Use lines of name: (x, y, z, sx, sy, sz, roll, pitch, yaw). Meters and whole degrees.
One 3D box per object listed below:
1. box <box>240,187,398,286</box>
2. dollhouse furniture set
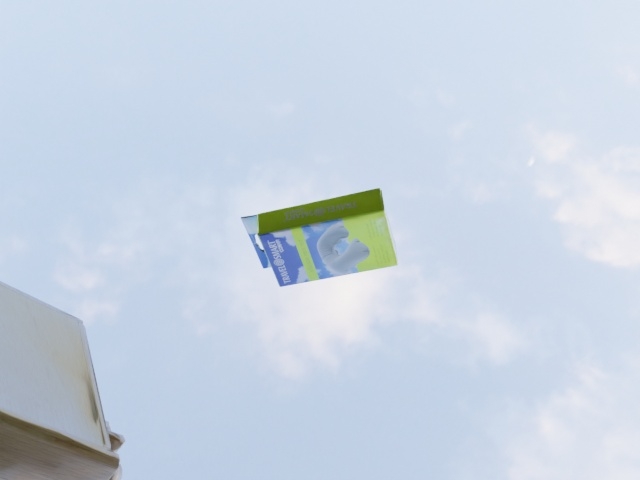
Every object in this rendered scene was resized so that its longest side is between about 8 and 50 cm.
box: (0.000, 0.000, 1.142, 0.178, 0.109, 0.042, -11, -133, 8)
dollhouse furniture set: (-0.319, 0.206, 0.652, 0.303, 0.355, 0.174, 34, -169, -32)
